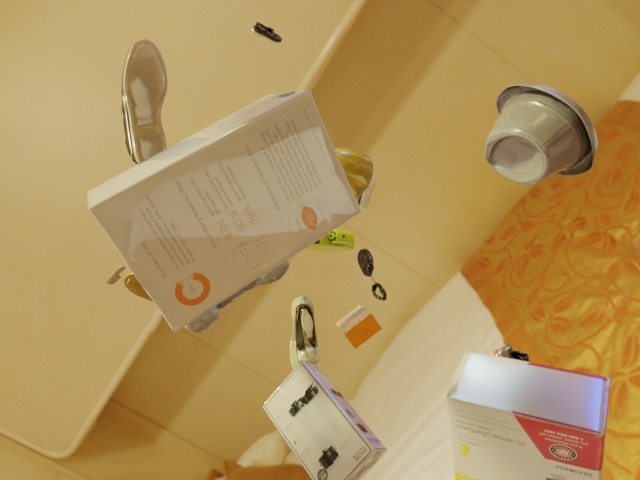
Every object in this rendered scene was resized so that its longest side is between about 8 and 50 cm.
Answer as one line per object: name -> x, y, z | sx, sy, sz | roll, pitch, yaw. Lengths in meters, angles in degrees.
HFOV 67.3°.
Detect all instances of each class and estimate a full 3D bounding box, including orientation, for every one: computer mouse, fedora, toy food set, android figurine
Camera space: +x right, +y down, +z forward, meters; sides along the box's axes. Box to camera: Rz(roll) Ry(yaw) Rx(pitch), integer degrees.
computer mouse -> 0.179, 0.112, 1.606 | 0.242, 0.041, 0.071 | -111, 32, -47
fedora -> 0.438, -0.202, 1.021 | 0.124, 0.243, 0.275 | -41, 13, -5
toy food set -> -0.500, 0.115, 1.423 | 0.128, 0.218, 0.071 | -43, 28, 42
android figurine -> 0.000, 0.000, 1.603 | 0.248, 0.273, 0.056 | -4, 83, 45

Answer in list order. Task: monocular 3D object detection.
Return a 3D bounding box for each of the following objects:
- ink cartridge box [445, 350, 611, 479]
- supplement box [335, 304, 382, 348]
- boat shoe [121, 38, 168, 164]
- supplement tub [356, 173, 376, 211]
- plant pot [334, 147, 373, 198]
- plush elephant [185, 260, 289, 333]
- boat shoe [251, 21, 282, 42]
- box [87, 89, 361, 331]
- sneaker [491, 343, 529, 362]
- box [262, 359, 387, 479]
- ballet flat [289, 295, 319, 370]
ink cartridge box -> 0.433, 0.452, 1.007 | 0.279, 0.384, 0.160 | 4, 30, 31
supplement box -> 0.068, 0.157, 0.885 | 0.062, 0.036, 0.098 | -37, 5, -6
boat shoe -> -0.472, -0.357, 1.274 | 0.097, 0.117, 0.324 | 18, 113, 46
supplement tub -> 0.085, -0.195, 1.714 | 0.144, 0.200, 0.144 | 18, -90, -83
plant pot -> 0.047, -0.172, 1.167 | 0.134, 0.095, 0.134 | -22, 56, 37
plush elephant -> -0.275, 0.032, 1.166 | 0.272, 0.255, 0.330 | -33, 10, -19
boat shoe -> -0.185, -0.740, 1.711 | 0.038, 0.125, 0.046 | -52, 47, 33
box -> -0.147, -0.061, 0.759 | 0.345, 0.215, 0.168 | -33, 25, -16
sneaker -> 0.493, 0.310, 1.178 | 0.065, 0.158, 0.061 | -44, 20, 21
box -> 0.004, 0.459, 1.188 | 0.169, 0.087, 0.290 | -50, 54, 3
ballet flat -> -0.043, 0.282, 1.357 | 0.086, 0.086, 0.248 | -169, 73, -80
